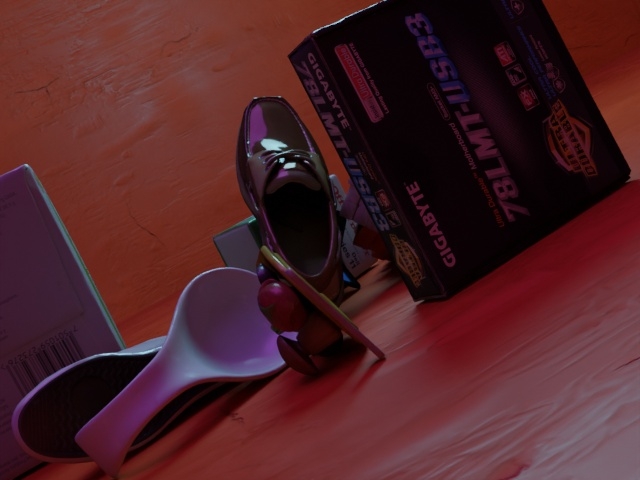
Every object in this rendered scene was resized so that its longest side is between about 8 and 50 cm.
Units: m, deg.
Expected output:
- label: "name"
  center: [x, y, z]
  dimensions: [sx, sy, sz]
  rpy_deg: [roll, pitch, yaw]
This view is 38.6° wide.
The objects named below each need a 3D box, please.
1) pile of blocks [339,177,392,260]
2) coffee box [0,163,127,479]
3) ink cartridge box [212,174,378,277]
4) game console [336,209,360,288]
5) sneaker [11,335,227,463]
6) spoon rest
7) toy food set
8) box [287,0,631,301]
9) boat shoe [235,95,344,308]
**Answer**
- label: "pile of blocks"
  center: [0.120, -0.015, 1.257]
  dimensions: [0.362, 0.149, 0.112]
  rpy_deg: [-8, -60, -77]
- label: "coffee box"
  center: [-0.463, 0.136, 1.248]
  dimensions: [0.337, 0.338, 0.334]
  rpy_deg: [-28, 5, -13]
- label: "ink cartridge box"
  center: [-0.030, 0.014, 1.307]
  dimensions: [0.087, 0.153, 0.208]
  rpy_deg: [-22, 8, 43]
- label: "game console"
  center: [0.000, 0.000, 1.221]
  dimensions: [0.122, 0.107, 0.071]
  rpy_deg: [18, -11, -39]
- label: "sneaker"
  center: [-0.204, 0.169, 0.995]
  dimensions: [0.290, 0.106, 0.123]
  rpy_deg: [-18, -7, -40]
- label: "spoon rest"
  center: [-0.123, 0.121, 0.930]
  dimensions: [0.276, 0.137, 0.084]
  rpy_deg: [-42, -9, -41]
- label: "toy food set"
  center: [-0.025, 0.076, 0.893]
  dimensions: [0.071, 0.128, 0.218]
  rpy_deg: [-48, 11, -2]
- label: "box"
  center: [0.156, -0.130, 0.979]
  dimensions: [0.293, 0.295, 0.073]
  rpy_deg: [-29, 3, -28]
- label: "boat shoe"
  center: [-0.031, -0.057, 1.137]
  dimensions: [0.122, 0.324, 0.120]
  rpy_deg: [-9, -30, -12]
